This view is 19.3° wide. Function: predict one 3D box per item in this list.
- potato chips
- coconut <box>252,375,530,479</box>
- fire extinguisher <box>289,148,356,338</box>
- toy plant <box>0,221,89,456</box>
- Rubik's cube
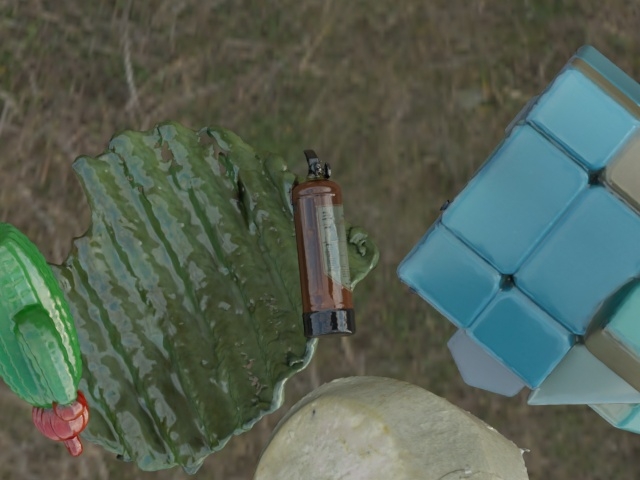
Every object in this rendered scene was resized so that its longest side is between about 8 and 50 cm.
[{"bbox_3d":[-0.146,0.062,2.015,0.373,0.389,0.097,-57,147,-1],"label":"potato chips"},{"bbox_3d":[0.047,0.160,1.053,0.161,0.161,0.162,-32,146,22],"label":"coconut"},{"bbox_3d":[0.000,0.000,1.719,0.050,0.062,0.177,-4,83,-7],"label":"fire extinguisher"},{"bbox_3d":[-0.266,0.096,1.750,0.088,0.154,0.240,-25,94,-17],"label":"toy plant"},{"bbox_3d":[0.185,0.016,1.231,0.213,0.224,0.265,40,108,1],"label":"Rubik's cube"}]
